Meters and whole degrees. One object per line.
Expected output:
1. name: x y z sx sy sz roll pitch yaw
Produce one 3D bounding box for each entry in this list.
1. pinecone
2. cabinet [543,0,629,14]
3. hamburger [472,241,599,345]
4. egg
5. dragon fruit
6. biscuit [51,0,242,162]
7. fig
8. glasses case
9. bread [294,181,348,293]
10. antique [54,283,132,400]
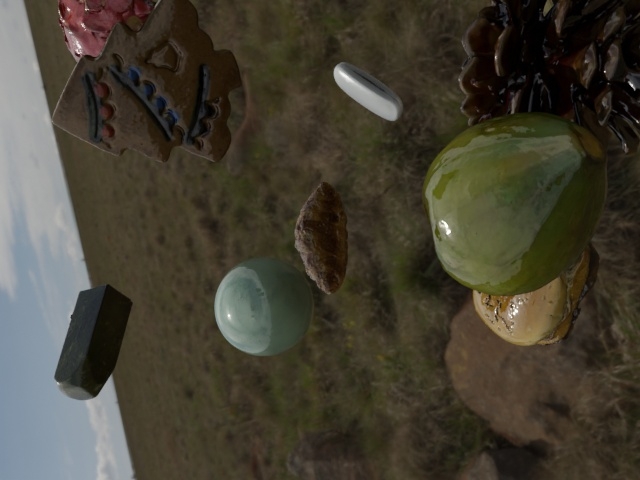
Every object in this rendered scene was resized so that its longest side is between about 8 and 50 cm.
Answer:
1. pinecone: 0.423 -0.284 1.068 0.384 0.385 0.384 168 90 -72
2. cabinet: 0.472 -0.512 1.250 0.175 0.148 0.215 37 -173 -48
3. hamburger: 0.486 0.084 1.546 0.284 0.174 0.304 -132 45 -60
4. egg: -0.155 0.183 1.859 0.389 0.276 0.275 123 133 -77
5. dragon fruit: -0.360 -0.363 1.167 0.163 0.262 0.189 -39 -38 -63
6. biscuit: -0.272 -0.227 1.063 0.043 0.302 0.278 -129 18 -60
7. fig: 0.265 -0.054 0.887 0.271 0.240 0.239 -41 63 60
8. glasses case: 0.133 -0.418 1.872 0.233 0.059 0.092 37 160 19
9. bread: 0.000 0.000 1.288 0.076 0.105 0.232 132 140 -55
10. antique: -0.447 0.203 1.318 0.081 0.080 0.220 48 -145 -45
